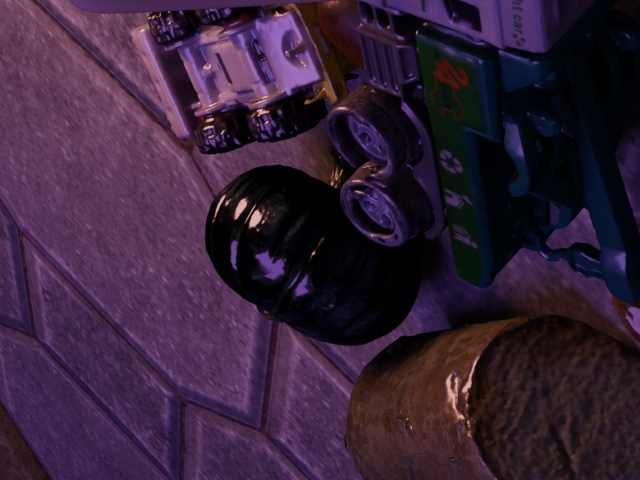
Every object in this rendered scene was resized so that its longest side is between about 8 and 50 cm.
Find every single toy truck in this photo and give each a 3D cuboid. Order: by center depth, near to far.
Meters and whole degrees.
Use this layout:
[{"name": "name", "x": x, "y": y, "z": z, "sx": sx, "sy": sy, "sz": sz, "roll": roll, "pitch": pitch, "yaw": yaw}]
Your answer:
[{"name": "toy truck", "x": 0.113, "y": -0.117, "z": 1.145, "sx": 0.178, "sy": 0.176, "sz": 0.363, "roll": 23, "pitch": 146, "yaw": 34}, {"name": "toy truck", "x": -0.057, "y": -0.146, "z": 1.480, "sx": 0.286, "sy": 0.111, "sz": 0.136, "roll": 0, "pitch": 116, "yaw": 64}]

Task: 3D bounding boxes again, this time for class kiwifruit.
[{"name": "kiwifruit", "x": 0.051, "y": -0.150, "z": 1.319, "sx": 0.124, "sy": 0.075, "sz": 0.075, "roll": 36, "pitch": 154, "yaw": 22}]

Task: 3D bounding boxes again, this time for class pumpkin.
[{"name": "pumpkin", "x": -0.006, "y": 0.012, "z": 1.574, "sx": 0.194, "sy": 0.150, "sz": 0.194, "roll": 51, "pitch": 168, "yaw": 15}]

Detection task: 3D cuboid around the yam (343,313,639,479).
[{"name": "yam", "x": 0.140, "y": 0.147, "z": 1.490, "sx": 0.168, "sy": 0.168, "sz": 0.304, "roll": 54, "pitch": 159, "yaw": -7}]

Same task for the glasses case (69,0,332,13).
[{"name": "glasses case", "x": 0.018, "y": -0.201, "z": 0.960, "sx": 0.336, "sy": 0.144, "sz": 0.076, "roll": -3, "pitch": 164, "yaw": 14}]

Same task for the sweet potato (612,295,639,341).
[{"name": "sweet potato", "x": 0.275, "y": 0.083, "z": 1.271, "sx": 0.182, "sy": 0.054, "sz": 0.053, "roll": 41, "pitch": -171, "yaw": 20}]
